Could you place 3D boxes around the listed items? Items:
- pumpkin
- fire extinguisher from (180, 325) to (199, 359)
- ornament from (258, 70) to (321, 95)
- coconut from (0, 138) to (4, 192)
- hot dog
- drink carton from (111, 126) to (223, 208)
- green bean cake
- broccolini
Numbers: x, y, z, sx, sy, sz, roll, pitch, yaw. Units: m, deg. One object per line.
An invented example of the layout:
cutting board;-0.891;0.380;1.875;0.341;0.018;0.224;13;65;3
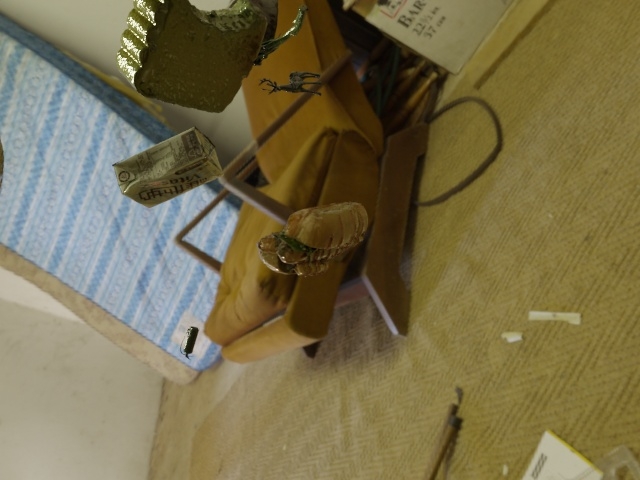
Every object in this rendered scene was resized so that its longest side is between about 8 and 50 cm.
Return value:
pumpkin;-0.234;-0.757;1.759;0.148;0.169;0.312;126;147;-46
fire extinguisher;-0.333;0.260;1.365;0.025;0.038;0.083;-163;88;-74
ornament;-0.061;-0.311;1.062;0.028;0.125;0.073;94;171;-47
coconut;-0.633;-0.098;0.736;0.346;0.346;0.360;-128;47;-66
hot dog;0.000;0.000;0.708;0.104;0.076;0.250;-35;-4;20
drink carton;-0.523;-0.247;1.886;0.194;0.325;0.132;47;-158;-73
green bean cake;-0.244;-0.379;1.018;0.124;0.236;0.233;46;116;31
broccolini;-0.138;-0.537;1.393;0.271;0.123;0.062;-22;84;46
